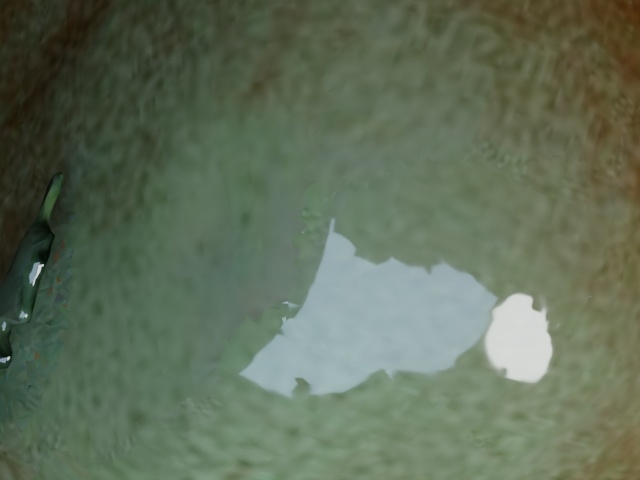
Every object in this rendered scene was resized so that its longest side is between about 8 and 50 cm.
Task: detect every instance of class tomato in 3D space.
[{"bbox_3d":[0.000,0.000,0.522,0.303,0.239,0.303,2,134,2],"label":"tomato"}]
